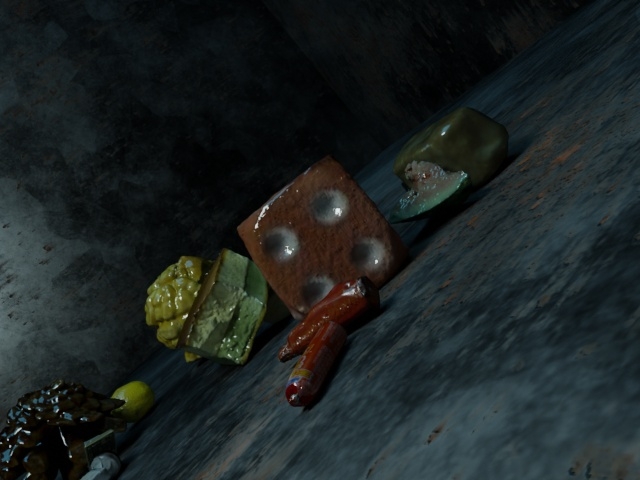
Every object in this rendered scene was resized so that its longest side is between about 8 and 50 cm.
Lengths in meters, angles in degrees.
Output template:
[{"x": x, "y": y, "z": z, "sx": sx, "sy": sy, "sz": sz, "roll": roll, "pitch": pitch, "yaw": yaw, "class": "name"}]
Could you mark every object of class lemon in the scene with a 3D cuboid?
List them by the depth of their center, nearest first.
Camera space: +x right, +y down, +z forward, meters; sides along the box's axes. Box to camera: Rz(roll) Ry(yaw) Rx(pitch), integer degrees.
[{"x": -0.390, "y": 0.334, "z": 1.356, "sx": 0.082, "sy": 0.082, "sz": 0.110, "roll": -38, "pitch": -1, "yaw": 21, "class": "lemon"}]

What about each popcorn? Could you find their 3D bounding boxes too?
[{"x": -0.274, "y": 0.149, "z": 1.449, "sx": 0.189, "sy": 0.250, "sz": 0.250, "roll": 0, "pitch": 24, "yaw": 23, "class": "popcorn"}]

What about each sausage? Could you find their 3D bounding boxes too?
[{"x": -0.006, "y": 0.125, "z": 0.655, "sx": 0.034, "sy": 0.034, "sz": 0.129, "roll": -37, "pitch": 6, "yaw": 28, "class": "sausage"}]

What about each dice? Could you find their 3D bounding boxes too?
[{"x": 0.000, "y": 0.000, "z": 0.890, "sx": 0.174, "sy": 0.179, "sz": 0.175, "roll": -39, "pitch": 7, "yaw": 4, "class": "dice"}]

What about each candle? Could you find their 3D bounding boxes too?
[{"x": 0.004, "y": 0.095, "z": 0.757, "sx": 0.162, "sy": 0.053, "sz": 0.048, "roll": -40, "pitch": -1, "yaw": 29, "class": "candle"}]

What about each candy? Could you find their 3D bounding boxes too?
[{"x": 0.194, "y": -0.127, "z": 0.998, "sx": 0.102, "sy": 0.104, "sz": 0.234, "roll": -46, "pitch": 6, "yaw": -13, "class": "candy"}]

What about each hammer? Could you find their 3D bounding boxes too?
[{"x": -0.471, "y": 0.475, "z": 0.975, "sx": 0.427, "sy": 0.044, "sz": 0.152, "roll": -40, "pitch": 6, "yaw": 9, "class": "hammer"}]

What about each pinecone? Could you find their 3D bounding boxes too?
[{"x": -0.468, "y": 0.353, "z": 1.184, "sx": 0.228, "sy": 0.202, "sz": 0.202, "roll": 10, "pitch": 72, "yaw": 57, "class": "pinecone"}]

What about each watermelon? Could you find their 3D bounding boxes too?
[{"x": 0.146, "y": -0.060, "z": 0.897, "sx": 0.101, "sy": 0.080, "sz": 0.155, "roll": -30, "pitch": 21, "yaw": -27, "class": "watermelon"}]

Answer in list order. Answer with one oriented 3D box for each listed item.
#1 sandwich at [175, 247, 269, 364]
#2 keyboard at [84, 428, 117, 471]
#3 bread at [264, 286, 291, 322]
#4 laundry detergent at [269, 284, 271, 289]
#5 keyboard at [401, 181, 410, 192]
[{"x": -0.174, "y": 0.150, "z": 1.111, "sx": 0.220, "sy": 0.108, "sz": 0.186, "roll": -61, "pitch": 12, "yaw": 19, "class": "sandwich"}, {"x": -0.347, "y": 0.340, "z": 1.048, "sx": 0.049, "sy": 0.015, "sz": 0.129, "roll": -23, "pitch": -31, "yaw": -29, "class": "keyboard"}, {"x": -0.038, "y": 0.071, "z": 1.188, "sx": 0.139, "sy": 0.060, "sz": 0.178, "roll": -39, "pitch": 5, "yaw": 15, "class": "bread"}, {"x": -0.113, "y": 0.099, "z": 1.516, "sx": 0.137, "sy": 0.063, "sz": 0.211, "roll": -40, "pitch": 6, "yaw": 46, "class": "laundry detergent"}, {"x": 0.207, "y": -0.132, "z": 1.438, "sx": 0.061, "sy": 0.013, "sz": 0.204, "roll": -39, "pitch": 5, "yaw": 8, "class": "keyboard"}]
